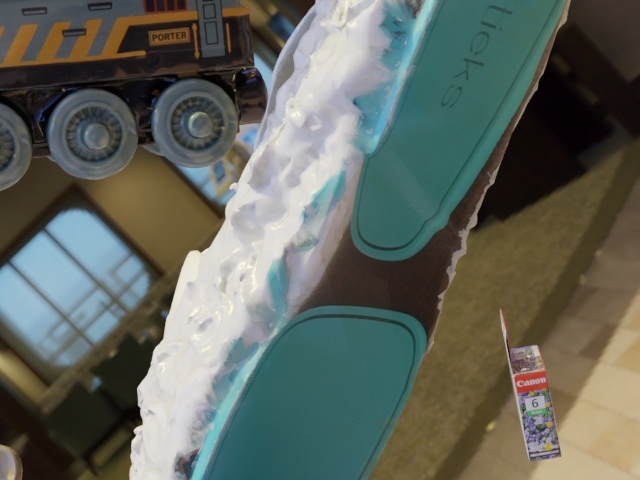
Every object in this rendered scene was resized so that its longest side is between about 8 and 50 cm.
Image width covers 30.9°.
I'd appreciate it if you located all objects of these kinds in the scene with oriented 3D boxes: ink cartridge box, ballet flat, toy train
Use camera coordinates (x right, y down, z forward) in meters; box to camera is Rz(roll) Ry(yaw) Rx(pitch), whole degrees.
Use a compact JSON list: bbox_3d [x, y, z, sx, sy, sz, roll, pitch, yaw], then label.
[{"bbox_3d":[0.172,0.116,0.950,0.029,0.115,0.063,-11,13,7],"label":"ink cartridge box"},{"bbox_3d":[0.000,0.000,0.595,0.147,0.147,0.409,-89,25,-80],"label":"ballet flat"},{"bbox_3d":[-0.208,-0.151,0.990,0.334,0.190,0.142,-8,13,-18],"label":"toy train"}]

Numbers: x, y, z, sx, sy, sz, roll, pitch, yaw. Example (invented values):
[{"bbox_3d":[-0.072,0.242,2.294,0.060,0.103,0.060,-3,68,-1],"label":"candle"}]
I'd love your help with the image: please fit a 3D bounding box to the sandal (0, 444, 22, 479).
[{"bbox_3d":[-0.353,0.222,1.013,0.180,0.072,0.049,-7,-12,-10],"label":"sandal"}]
